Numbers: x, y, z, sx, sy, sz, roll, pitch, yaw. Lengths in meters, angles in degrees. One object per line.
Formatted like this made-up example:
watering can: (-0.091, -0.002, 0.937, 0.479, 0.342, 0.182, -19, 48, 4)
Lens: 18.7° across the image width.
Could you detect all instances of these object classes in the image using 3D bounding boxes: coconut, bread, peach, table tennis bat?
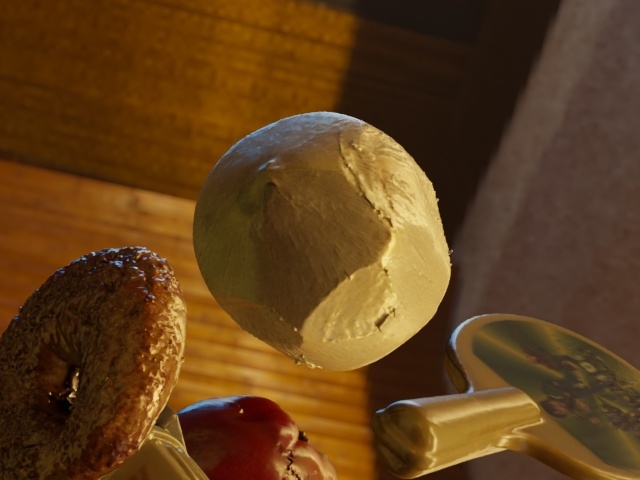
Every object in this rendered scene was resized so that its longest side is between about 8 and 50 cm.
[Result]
coconut: (0.000, 0.000, 1.928, 0.247, 0.245, 0.245, 34, 60, -57)
bread: (-0.159, 0.087, 1.259, 0.193, 0.064, 0.193, -35, -143, 32)
peach: (-0.089, 0.236, 1.775, 0.197, 0.197, 0.197, -168, -90, -76)
table tennis bat: (0.146, 0.121, 1.339, 0.198, 0.321, 0.050, 42, -64, 30)

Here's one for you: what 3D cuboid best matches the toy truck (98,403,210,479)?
toy truck: (-0.236, 0.284, 1.397, 0.254, 0.405, 0.180, 41, -21, 27)
